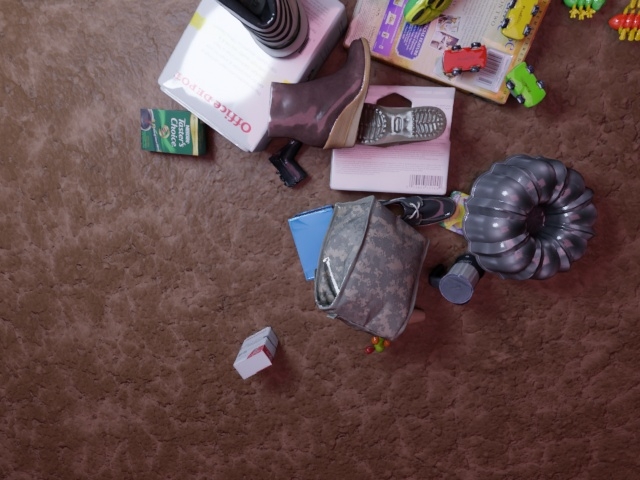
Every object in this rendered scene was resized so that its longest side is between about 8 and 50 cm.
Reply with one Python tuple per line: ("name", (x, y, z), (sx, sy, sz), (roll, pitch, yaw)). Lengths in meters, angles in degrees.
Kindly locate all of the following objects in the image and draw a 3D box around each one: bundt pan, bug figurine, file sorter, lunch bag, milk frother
("bundt pan", (0.528, -0.050, 1.017), (0.330, 0.124, 0.331), (-1, 98, -8))
("bug figurine", (0.682, -0.601, 0.931), (0.216, 0.072, 0.279), (11, 109, 8))
("file sorter", (0.000, 0.000, 1.120), (0.118, 0.104, 0.171), (-15, 103, 8))
("lunch bag", (0.116, 0.079, 1.005), (0.235, 0.168, 0.287), (31, 67, -33))
("milk frother", (0.369, 0.129, 1.105), (0.129, 0.134, 0.143), (-17, 101, 40))

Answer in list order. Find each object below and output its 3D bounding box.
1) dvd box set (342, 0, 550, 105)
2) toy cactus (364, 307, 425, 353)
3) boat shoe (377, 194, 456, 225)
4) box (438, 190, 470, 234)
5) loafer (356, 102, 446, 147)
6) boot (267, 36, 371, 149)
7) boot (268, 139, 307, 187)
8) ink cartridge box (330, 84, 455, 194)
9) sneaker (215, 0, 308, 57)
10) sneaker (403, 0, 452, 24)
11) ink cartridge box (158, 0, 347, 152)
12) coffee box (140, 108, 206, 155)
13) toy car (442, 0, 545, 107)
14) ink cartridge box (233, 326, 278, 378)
("dvd box set", (0.300, -0.541, 0.984), (0.420, 0.062, 0.308), (19, 104, 0))
("toy cactus", (0.203, 0.212, 1.167), (0.180, 0.112, 0.219), (5, 90, -19))
("boat shoe", (0.236, -0.073, 1.084), (0.232, 0.079, 0.084), (-2, 99, 13))
("box", (0.411, -0.058, 1.104), (0.179, 0.043, 0.105), (22, 105, -3))
("loafer", (0.161, -0.266, 0.984), (0.268, 0.092, 0.102), (9, 93, 19))
("boot", (-0.005, -0.331, 0.909), (0.206, 0.090, 0.249), (8, 101, -10))
("boot", (-0.071, -0.207, 1.106), (0.121, 0.045, 0.099), (-34, 97, 19))
("ink cartridge box", (0.179, -0.255, 1.062), (0.296, 0.066, 0.261), (4, 101, 4))
("sneaker", (-0.181, -0.573, 0.754), (0.169, 0.257, 0.448), (-33, 96, 12))
("sneaker", (0.260, -0.617, 0.899), (0.123, 0.109, 0.296), (36, 108, 23))
("ink cartridge box", (-0.158, -0.447, 0.993), (0.279, 0.160, 0.385), (37, 104, -3))
("coffee box", (-0.388, -0.287, 1.092), (0.184, 0.040, 0.113), (10, 106, 17))
("toy car", (0.425, -0.402, 0.946), (0.239, 0.053, 0.225), (-37, 98, 13))
("ink cartridge box", (-0.182, 0.322, 1.200), (0.099, 0.135, 0.056), (-30, 103, 12))
